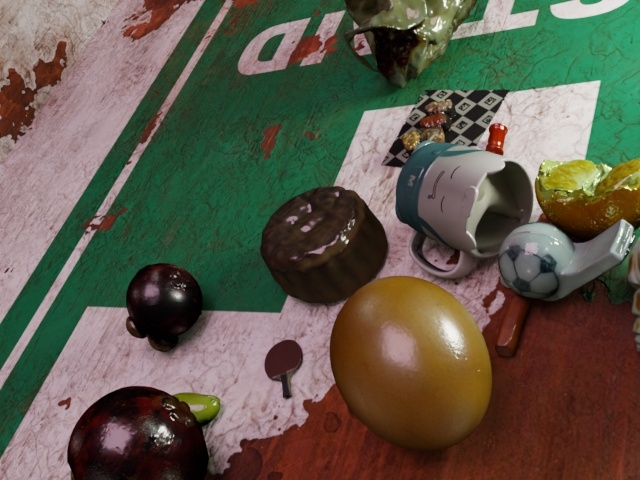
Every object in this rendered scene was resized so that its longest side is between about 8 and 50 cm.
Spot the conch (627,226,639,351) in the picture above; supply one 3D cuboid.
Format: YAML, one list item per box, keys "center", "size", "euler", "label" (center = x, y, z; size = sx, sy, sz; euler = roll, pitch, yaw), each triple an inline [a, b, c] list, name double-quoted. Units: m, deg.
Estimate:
- center: [0.655, 0.019, 1.378]
  size: [0.368, 0.197, 0.249]
  euler: [-37, 19, 3]
  label: "conch"

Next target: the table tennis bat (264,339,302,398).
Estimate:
- center: [-0.081, 0.286, 1.764]
  size: [0.095, 0.014, 0.158]
  euler: [-24, 40, 11]
  label: "table tennis bat"

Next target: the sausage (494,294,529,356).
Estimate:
- center: [0.376, 0.164, 1.546]
  size: [0.041, 0.039, 0.131]
  euler: [2, 53, 38]
  label: "sausage"

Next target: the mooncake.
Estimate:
- center: [0.000, 0.000, 1.866]
  size: [0.290, 0.161, 0.290]
  euler: [-19, 42, 18]
  label: "mooncake"

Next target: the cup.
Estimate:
- center: [0.292, -0.064, 1.707]
  size: [0.257, 0.219, 0.290]
  euler: [25, 100, 46]
  label: "cup"

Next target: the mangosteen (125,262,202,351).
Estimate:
- center: [-0.394, 0.156, 1.970]
  size: [0.210, 0.210, 0.210]
  euler: [-19, 44, 19]
  label: "mangosteen"

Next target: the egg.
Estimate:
- center: [0.165, 0.222, 1.450]
  size: [0.282, 0.282, 0.351]
  euler: [-36, 43, -1]
  label: "egg"

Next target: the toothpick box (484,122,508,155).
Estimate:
- center: [0.420, -0.236, 1.888]
  size: [0.047, 0.047, 0.083]
  euler: [-5, 50, 31]
  label: "toothpick box"

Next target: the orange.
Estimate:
- center: [0.552, -0.085, 1.568]
  size: [0.237, 0.158, 0.179]
  euler: [4, 34, 38]
  label: "orange"

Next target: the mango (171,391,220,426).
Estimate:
- center: [-0.303, 0.381, 1.779]
  size: [0.165, 0.074, 0.091]
  euler: [-19, 42, 19]
  label: "mango"

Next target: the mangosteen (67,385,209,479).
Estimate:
- center: [-0.378, 0.449, 1.618]
  size: [0.311, 0.311, 0.311]
  euler: [-19, 44, 19]
  label: "mangosteen"

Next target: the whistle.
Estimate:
- center: [0.441, 0.024, 1.518]
  size: [0.290, 0.163, 0.163]
  euler: [-47, 21, 52]
  label: "whistle"

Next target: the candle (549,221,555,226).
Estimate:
- center: [0.496, -0.042, 1.673]
  size: [0.026, 0.021, 0.167]
  euler: [15, 56, 12]
  label: "candle"

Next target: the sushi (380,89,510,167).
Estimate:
- center: [0.306, -0.306, 2.030]
  size: [0.264, 0.050, 0.290]
  euler: [10, 58, 40]
  label: "sushi"

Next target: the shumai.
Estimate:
- center: [0.229, -0.607, 2.206]
  size: [0.395, 0.395, 0.348]
  euler: [2, 74, 36]
  label: "shumai"
